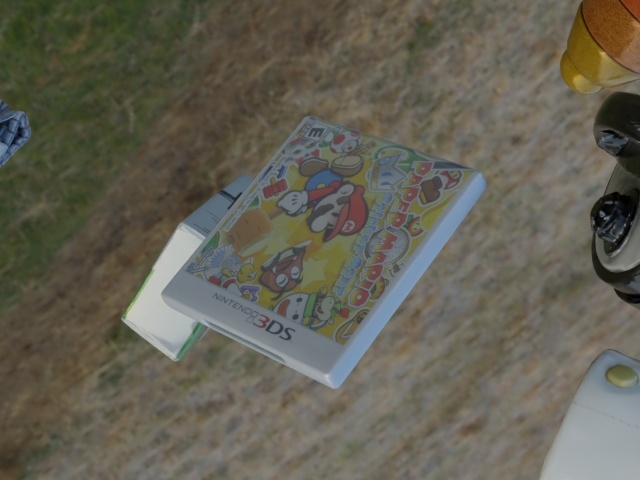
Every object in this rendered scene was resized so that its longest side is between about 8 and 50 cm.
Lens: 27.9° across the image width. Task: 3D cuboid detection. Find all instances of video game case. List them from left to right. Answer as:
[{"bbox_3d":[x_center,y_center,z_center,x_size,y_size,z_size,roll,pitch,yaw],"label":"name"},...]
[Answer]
[{"bbox_3d":[0.000,0.000,1.117,0.227,0.206,0.026,-52,139,-20],"label":"video game case"}]

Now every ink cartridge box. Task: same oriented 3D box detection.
[{"bbox_3d":[-0.125,0.026,1.501,0.153,0.087,0.208,-56,176,24],"label":"ink cartridge box"}]

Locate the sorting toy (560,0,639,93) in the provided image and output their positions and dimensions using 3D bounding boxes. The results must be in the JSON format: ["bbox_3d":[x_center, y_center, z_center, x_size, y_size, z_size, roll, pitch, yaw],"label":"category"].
[{"bbox_3d":[0.247,-0.028,0.602,0.126,0.365,0.127,-45,-177,42],"label":"sorting toy"}]

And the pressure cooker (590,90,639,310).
[{"bbox_3d":[0.497,-0.044,1.407,0.370,0.420,0.375,-53,-169,54],"label":"pressure cooker"}]

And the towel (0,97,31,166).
[{"bbox_3d":[-0.520,-0.091,1.563,0.284,0.235,0.121,-52,133,-24],"label":"towel"}]

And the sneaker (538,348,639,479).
[{"bbox_3d":[0.142,0.164,0.486,0.108,0.169,0.292,-44,142,-45],"label":"sneaker"}]
